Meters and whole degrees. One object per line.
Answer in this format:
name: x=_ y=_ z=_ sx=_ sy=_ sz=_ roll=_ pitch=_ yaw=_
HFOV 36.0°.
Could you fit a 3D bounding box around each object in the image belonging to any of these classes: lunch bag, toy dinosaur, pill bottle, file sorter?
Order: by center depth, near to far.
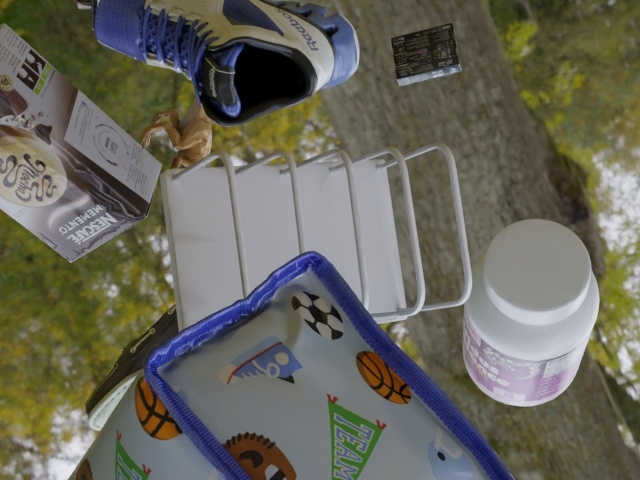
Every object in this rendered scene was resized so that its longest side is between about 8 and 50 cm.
lunch bag: x=-0.010 y=0.268 z=0.741 sx=0.239 sy=0.385 sz=0.328 roll=-34 pitch=168 yaw=-46
file sorter: x=0.000 y=0.000 z=1.040 sx=0.277 sy=0.193 sz=0.173 roll=-5 pitch=175 yaw=-29
toy dinosaur: x=-0.162 y=-0.141 z=1.246 sx=0.112 sy=0.212 sz=0.064 roll=11 pitch=-176 yaw=3
pill bottle: x=0.271 y=0.096 z=1.287 sx=0.169 sy=0.169 sz=0.301 roll=-29 pitch=153 yaw=-8

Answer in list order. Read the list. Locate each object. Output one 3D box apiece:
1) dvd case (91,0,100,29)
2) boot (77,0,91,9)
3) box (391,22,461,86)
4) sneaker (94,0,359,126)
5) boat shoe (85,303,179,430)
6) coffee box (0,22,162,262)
dvd case: x=-0.190 y=-0.349 z=1.294 sx=0.221 sy=0.018 sz=0.164 roll=-9 pitch=149 yaw=-19
boot: x=-0.293 y=-0.412 z=1.403 sx=0.106 sy=0.219 sz=0.082 roll=-1 pitch=152 yaw=-13
box: x=0.136 y=-0.240 z=1.272 sx=0.083 sy=0.018 sz=0.067 roll=-13 pitch=-116 yaw=13
sneaker: x=-0.124 y=-0.227 z=1.125 sx=0.315 sy=0.127 sz=0.182 roll=15 pitch=-149 yaw=9
boat shoe: x=-0.223 y=0.158 z=1.306 sx=0.227 sy=0.081 sz=0.068 roll=-40 pitch=-124 yaw=-9
coffee box: x=-0.385 y=-0.125 z=1.348 sx=0.168 sy=0.297 sz=0.119 roll=-28 pitch=-145 yaw=29
